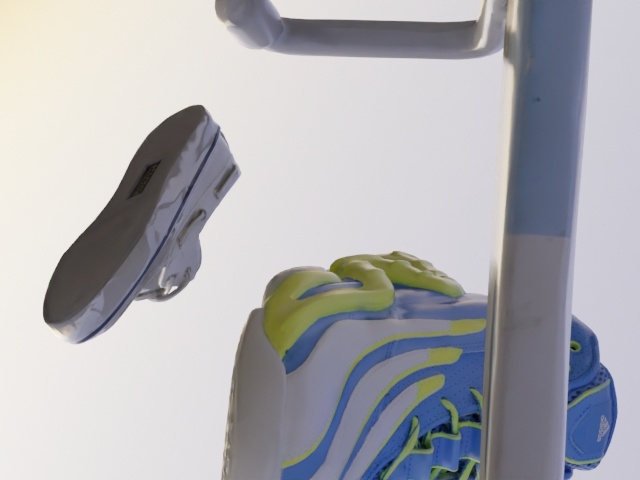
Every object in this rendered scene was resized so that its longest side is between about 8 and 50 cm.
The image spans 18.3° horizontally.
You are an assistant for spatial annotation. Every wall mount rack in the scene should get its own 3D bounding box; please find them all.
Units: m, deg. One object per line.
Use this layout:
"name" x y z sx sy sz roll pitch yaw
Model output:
"wall mount rack" 0.000 0.000 0.490 0.304 0.130 0.350 72 21 -77

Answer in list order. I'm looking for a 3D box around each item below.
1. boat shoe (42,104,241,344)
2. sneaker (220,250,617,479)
"boat shoe" -0.050 0.001 0.607 0.035 0.035 0.100 -18 -150 34
"sneaker" 0.047 0.054 0.751 0.240 0.126 0.091 -40 137 -70
